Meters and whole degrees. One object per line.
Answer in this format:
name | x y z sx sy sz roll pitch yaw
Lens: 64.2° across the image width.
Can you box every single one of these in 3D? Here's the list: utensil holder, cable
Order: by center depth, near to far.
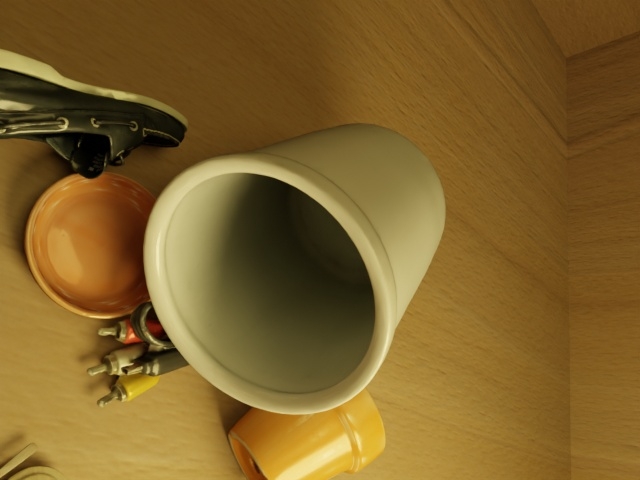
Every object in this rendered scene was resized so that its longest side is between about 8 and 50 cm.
utensil holder | 0.000 0.000 0.751 0.385 0.327 0.328 -39 111 -58
cable | -0.197 0.145 0.759 0.287 0.072 0.139 -3 97 -55

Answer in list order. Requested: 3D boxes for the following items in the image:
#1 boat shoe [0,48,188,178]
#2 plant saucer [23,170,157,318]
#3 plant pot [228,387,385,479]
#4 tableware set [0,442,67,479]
boat shoe | -0.298 -0.135 0.634 0.340 0.127 0.113 3 87 -67
plant saucer | -0.295 0.006 0.693 0.200 0.037 0.200 11 74 -44
plant pot | -0.034 0.304 0.809 0.188 0.205 0.205 -27 102 -30
tableware set | -0.365 0.333 0.552 0.128 0.039 0.194 58 40 -5
